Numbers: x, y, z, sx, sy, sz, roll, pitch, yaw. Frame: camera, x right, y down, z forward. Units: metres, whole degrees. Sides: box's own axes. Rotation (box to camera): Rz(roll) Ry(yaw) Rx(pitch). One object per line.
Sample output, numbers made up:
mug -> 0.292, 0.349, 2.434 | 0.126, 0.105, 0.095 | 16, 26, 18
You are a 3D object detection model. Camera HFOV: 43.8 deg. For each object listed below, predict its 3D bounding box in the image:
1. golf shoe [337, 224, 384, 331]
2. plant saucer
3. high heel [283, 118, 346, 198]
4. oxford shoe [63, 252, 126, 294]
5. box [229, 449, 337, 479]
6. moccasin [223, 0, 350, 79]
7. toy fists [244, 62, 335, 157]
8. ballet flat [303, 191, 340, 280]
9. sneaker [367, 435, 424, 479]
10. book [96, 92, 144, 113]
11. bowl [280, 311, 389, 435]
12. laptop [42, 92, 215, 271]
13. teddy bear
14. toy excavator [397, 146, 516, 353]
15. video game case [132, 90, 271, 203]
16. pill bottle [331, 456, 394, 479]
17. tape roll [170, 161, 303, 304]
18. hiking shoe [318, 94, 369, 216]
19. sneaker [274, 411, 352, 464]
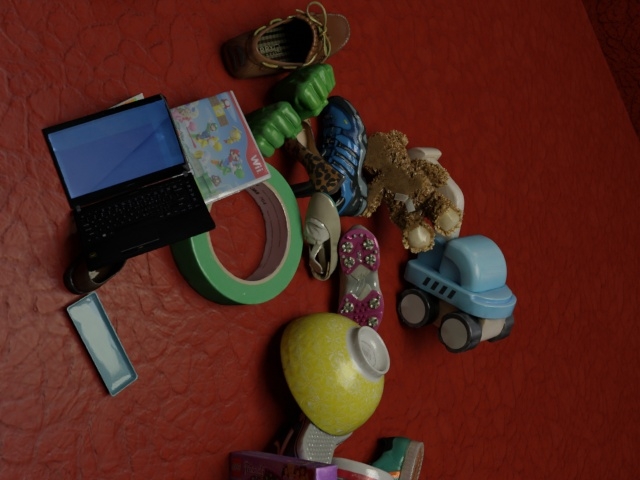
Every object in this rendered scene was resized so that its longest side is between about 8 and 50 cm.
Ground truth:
golf shoe -> 0.097, 0.106, 1.960 | 0.140, 0.115, 0.306 | -88, -179, -73
plant saucer -> -0.408, 0.193, 1.488 | 0.067, 0.018, 0.192 | -37, 110, -42
high heel -> -0.006, -0.225, 1.840 | 0.093, 0.186, 0.261 | 10, 77, -45
oxford shoe -> -0.377, 0.007, 1.490 | 0.083, 0.096, 0.227 | 46, 53, -30
box -> -0.079, 0.535, 1.586 | 0.057, 0.293, 0.201 | 5, 81, -40
moccasin -> -0.052, -0.469, 1.853 | 0.380, 0.147, 0.139 | -20, 100, -46
toy fists -> -0.072, -0.290, 1.771 | 0.279, 0.142, 0.096 | -48, 111, -23
ballet flat -> 0.000, 0.000, 1.831 | 0.086, 0.086, 0.248 | -55, 153, -35
sneaker -> 0.157, 0.619, 1.952 | 0.108, 0.121, 0.302 | 73, 34, -44
book -> -0.390, -0.215, 1.551 | 0.144, 0.035, 0.096 | -38, 114, -41
bowl -> 0.060, 0.274, 1.793 | 0.289, 0.156, 0.289 | 39, 33, -32
laptop -> -0.345, -0.110, 1.431 | 0.234, 0.264, 0.137 | -20, 137, -11
teddy bear -> 0.217, -0.123, 2.046 | 0.245, 0.338, 0.113 | -51, 161, -2
toy excavator -> 0.352, 0.014, 2.132 | 0.222, 0.433, 0.445 | -5, 117, -46
video game case -> -0.252, -0.172, 1.599 | 0.285, 0.025, 0.204 | -26, 92, -37
pill bottle -> 0.049, 0.666, 1.788 | 0.176, 0.176, 0.319 | 36, 60, -37
tape roll -> -0.175, -0.021, 1.718 | 0.321, 0.077, 0.321 | 8, 79, -45
hiking shoe -> 0.042, -0.203, 1.941 | 0.132, 0.113, 0.304 | -11, 93, -47
sneaker -> -0.023, 0.444, 1.794 | 0.126, 0.127, 0.321 | 51, 22, 1
